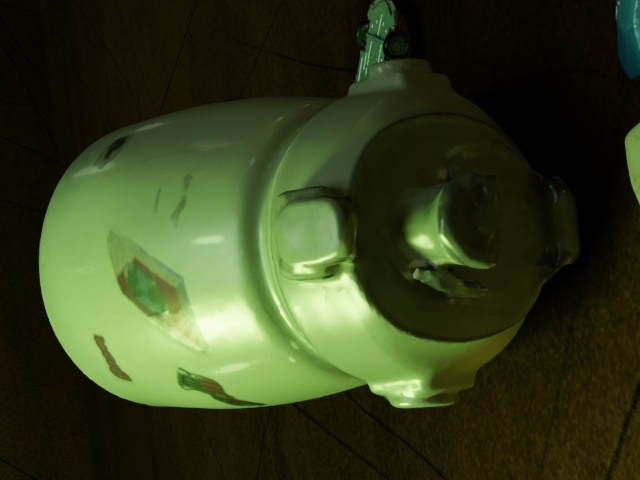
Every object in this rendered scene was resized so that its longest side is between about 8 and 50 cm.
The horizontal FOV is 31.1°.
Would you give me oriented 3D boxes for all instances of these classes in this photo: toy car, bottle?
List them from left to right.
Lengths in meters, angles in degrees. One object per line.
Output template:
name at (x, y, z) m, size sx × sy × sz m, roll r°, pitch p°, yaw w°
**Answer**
bottle at (0.000, 0.000, 0.719) m, size 0.352 × 0.229 × 0.229 m, roll -9°, pitch 86°, yaw 49°
toy car at (0.043, -0.114, 0.836) m, size 0.059 × 0.035 × 0.121 m, roll -138°, pitch 56°, yaw -61°

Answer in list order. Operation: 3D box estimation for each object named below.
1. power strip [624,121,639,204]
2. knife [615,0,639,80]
power strip at (0.201, -0.079, 0.371) m, size 0.286 × 0.080 × 0.048 m, roll 126°, pitch 136°, yaw -59°
knife at (0.160, -0.220, 0.527) m, size 0.044 × 0.026 × 0.296 m, roll -133°, pitch 40°, yaw -63°
